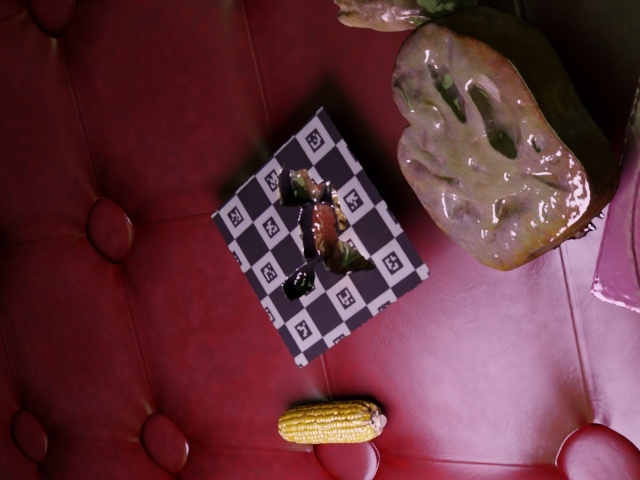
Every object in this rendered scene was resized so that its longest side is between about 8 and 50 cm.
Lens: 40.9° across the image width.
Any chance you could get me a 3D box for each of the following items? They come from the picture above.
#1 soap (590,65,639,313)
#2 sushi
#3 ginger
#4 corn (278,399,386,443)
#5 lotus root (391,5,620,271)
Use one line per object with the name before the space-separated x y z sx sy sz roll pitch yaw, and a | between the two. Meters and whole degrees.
soap | 0.516 -0.069 1.135 0.232 0.128 0.360 17 114 29
sushi | 0.000 0.000 1.541 0.359 0.064 0.343 -40 76 36
ginger | 0.134 -0.376 1.313 0.262 0.109 0.117 17 88 28
corn | 0.019 0.344 1.618 0.238 0.080 0.080 -12 97 34
lotus root | 0.252 -0.132 1.214 0.375 0.111 0.391 25 138 48
